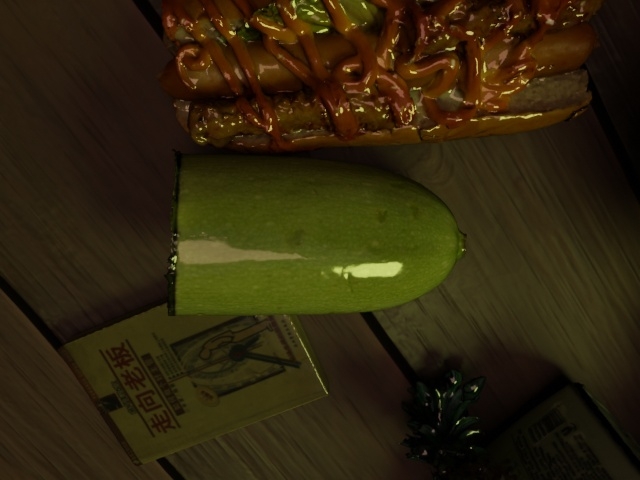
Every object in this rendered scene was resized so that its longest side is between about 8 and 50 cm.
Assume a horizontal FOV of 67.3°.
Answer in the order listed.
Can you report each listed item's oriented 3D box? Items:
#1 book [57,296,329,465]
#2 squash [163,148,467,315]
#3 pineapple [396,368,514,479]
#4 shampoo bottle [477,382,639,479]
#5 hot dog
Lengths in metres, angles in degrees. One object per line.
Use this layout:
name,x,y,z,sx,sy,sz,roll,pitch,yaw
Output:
book,-0.127,0.128,0.493,0.231,0.026,0.161,-23,103,7
squash,0.000,0.000,0.402,0.247,0.132,0.132,3,105,-14
pineapple,0.138,0.210,0.415,0.083,0.221,0.103,11,113,-18
shampoo bottle,0.180,0.271,0.465,0.071,0.153,0.284,38,108,-10
hot dog,0.044,-0.150,0.369,0.349,0.117,0.158,-4,104,3
